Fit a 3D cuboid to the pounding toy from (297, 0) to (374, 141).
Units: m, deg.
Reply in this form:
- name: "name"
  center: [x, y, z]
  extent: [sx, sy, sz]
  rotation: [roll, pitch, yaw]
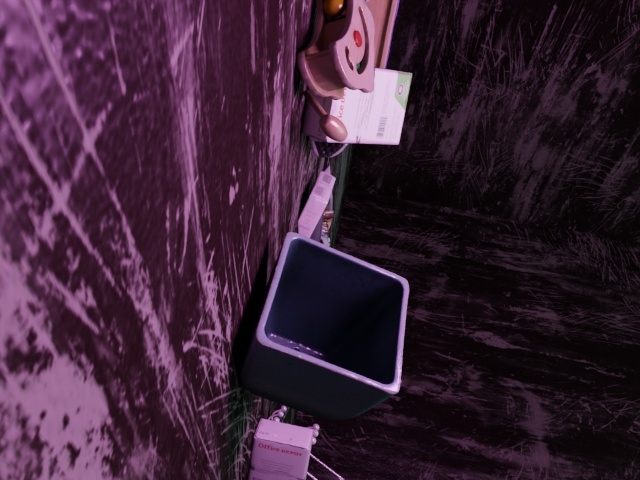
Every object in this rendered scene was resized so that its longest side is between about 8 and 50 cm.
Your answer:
- name: "pounding toy"
  center: [0.001, -0.326, 1.087]
  extent: [0.154, 0.155, 0.269]
  rotation: [27, 61, -57]

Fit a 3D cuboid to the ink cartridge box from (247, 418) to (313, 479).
- name: "ink cartridge box"
  center: [-0.100, 0.551, 1.487]
  extent: [0.082, 0.140, 0.190]
  rotation: [-66, 167, -70]

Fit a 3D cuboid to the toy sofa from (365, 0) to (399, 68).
- name: "toy sofa"
  center: [0.134, -0.607, 1.706]
  extent: [0.177, 0.150, 0.362]
  rotation: [50, 51, -84]

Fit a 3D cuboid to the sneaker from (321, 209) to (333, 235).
- name: "sneaker"
  center: [0.008, -0.056, 1.980]
  extent: [0.185, 0.070, 0.083]
  rotation: [36, 60, -85]

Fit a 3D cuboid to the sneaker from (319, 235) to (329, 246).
- name: "sneaker"
  center: [-0.010, 0.068, 2.177]
  extent: [0.083, 0.072, 0.190]
  rotation: [-1, 94, -80]

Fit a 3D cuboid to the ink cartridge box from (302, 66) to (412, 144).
- name: "ink cartridge box"
  center: [0.078, -0.292, 1.284]
  extent: [0.220, 0.093, 0.160]
  rotation: [-5, 112, -40]

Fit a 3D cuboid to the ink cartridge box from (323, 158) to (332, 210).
- name: "ink cartridge box"
  center: [0.013, -0.195, 2.046]
  extent: [0.145, 0.045, 0.179]
  rotation: [89, -7, -69]

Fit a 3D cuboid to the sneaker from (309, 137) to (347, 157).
- name: "sneaker"
  center: [0.036, -0.337, 1.393]
  extent: [0.118, 0.110, 0.292]
  rotation: [-99, -161, -69]

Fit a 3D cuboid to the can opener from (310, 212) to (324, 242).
- name: "can opener"
  center: [0.000, 0.000, 1.806]
  extent: [0.076, 0.095, 0.283]
  rotation: [-76, 176, -51]

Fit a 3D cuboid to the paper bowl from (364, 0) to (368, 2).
- name: "paper bowl"
  center: [0.102, -0.623, 1.196]
  extent: [0.284, 0.148, 0.284]
  rotation: [12, 90, -86]

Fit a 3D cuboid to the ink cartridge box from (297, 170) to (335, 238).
- name: "ink cartridge box"
  center: [-0.036, -0.056, 1.612]
  extent: [0.224, 0.056, 0.181]
  rotation: [-60, -174, 27]

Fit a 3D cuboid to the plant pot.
- name: "plant pot"
  center: [-0.014, 0.185, 1.098]
  extent: [0.252, 0.248, 0.247]
  rotation: [122, -13, -45]

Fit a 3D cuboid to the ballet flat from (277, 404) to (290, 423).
- name: "ballet flat"
  center: [-0.124, 0.606, 2.014]
  extent: [0.057, 0.049, 0.173]
  rotation: [-52, 152, -80]

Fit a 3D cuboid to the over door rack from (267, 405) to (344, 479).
- name: "over door rack"
  center: [-0.019, 0.600, 1.673]
  extent: [0.108, 0.324, 0.239]
  rotation: [-42, 172, -4]
